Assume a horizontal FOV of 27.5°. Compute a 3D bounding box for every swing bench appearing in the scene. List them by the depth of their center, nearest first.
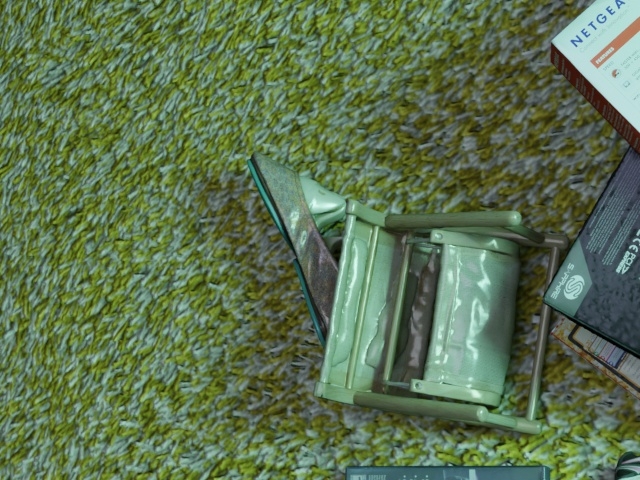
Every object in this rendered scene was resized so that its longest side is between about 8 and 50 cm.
[{"bbox_3d":[0.148,0.094,1.631,0.254,0.165,0.253,5,80,36],"label":"swing bench"}]

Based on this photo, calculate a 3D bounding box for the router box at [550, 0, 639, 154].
[{"bbox_3d":[0.467,-0.206,1.378,0.335,0.082,0.301,-41,77,2],"label":"router box"}]

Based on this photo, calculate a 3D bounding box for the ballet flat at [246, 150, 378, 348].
[{"bbox_3d":[0.000,0.000,1.787,0.106,0.107,0.316,-24,70,1],"label":"ballet flat"}]

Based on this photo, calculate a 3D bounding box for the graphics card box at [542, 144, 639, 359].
[{"bbox_3d":[0.458,0.060,1.436,0.371,0.094,0.233,29,93,11],"label":"graphics card box"}]

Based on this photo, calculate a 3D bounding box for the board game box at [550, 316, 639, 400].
[{"bbox_3d":[0.393,0.110,1.550,0.193,0.045,0.147,39,97,31],"label":"board game box"}]

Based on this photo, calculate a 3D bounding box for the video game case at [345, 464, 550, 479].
[{"bbox_3d":[0.153,0.379,1.629,0.274,0.026,0.196,-5,74,28],"label":"video game case"}]

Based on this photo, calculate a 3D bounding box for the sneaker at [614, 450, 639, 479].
[{"bbox_3d":[0.417,0.258,1.486,0.178,0.072,0.077,-5,41,14],"label":"sneaker"}]
